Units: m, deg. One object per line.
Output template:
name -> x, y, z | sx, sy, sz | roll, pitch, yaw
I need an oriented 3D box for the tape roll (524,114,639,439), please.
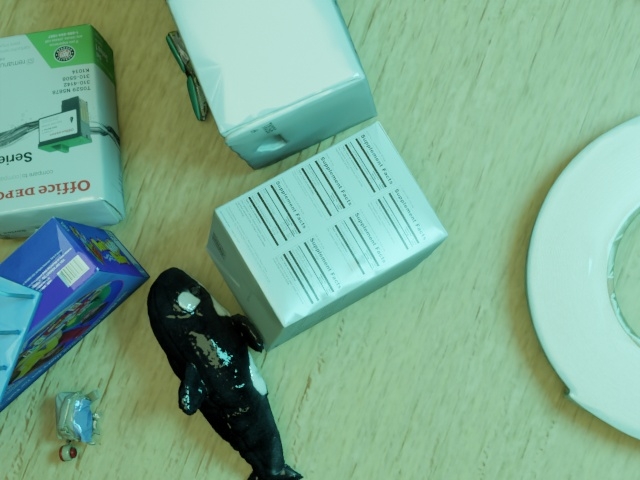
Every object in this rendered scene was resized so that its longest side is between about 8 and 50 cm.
tape roll -> 0.422, 0.042, 1.572 | 0.392, 0.072, 0.392 | 0, 87, 5

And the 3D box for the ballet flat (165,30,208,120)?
ballet flat -> -0.147, -0.199, 1.664 | 0.041, 0.041, 0.114 | -22, 86, 5

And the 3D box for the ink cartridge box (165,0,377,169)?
ink cartridge box -> -0.087, -0.300, 1.538 | 0.166, 0.285, 0.395 | -22, 85, 4

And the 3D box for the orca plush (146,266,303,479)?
orca plush -> -0.134, 0.178, 1.586 | 0.151, 0.102, 0.287 | -1, 113, 38

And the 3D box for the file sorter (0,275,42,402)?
file sorter -> -0.377, 0.110, 1.404 | 0.118, 0.104, 0.170 | 21, 90, 8

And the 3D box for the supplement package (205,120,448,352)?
supplement package -> 0.000, 0.000, 1.536 | 0.203, 0.194, 0.149 | -29, 83, -13

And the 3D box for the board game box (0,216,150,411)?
board game box -> -0.368, 0.124, 1.572 | 0.347, 0.233, 0.078 | -42, 83, 2

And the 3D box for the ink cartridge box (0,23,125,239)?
ink cartridge box -> -0.321, -0.125, 1.634 | 0.160, 0.092, 0.219 | -9, 75, 5

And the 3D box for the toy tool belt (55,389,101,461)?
toy tool belt -> -0.283, 0.218, 1.649 | 0.051, 0.052, 0.083 | -4, 87, 14
